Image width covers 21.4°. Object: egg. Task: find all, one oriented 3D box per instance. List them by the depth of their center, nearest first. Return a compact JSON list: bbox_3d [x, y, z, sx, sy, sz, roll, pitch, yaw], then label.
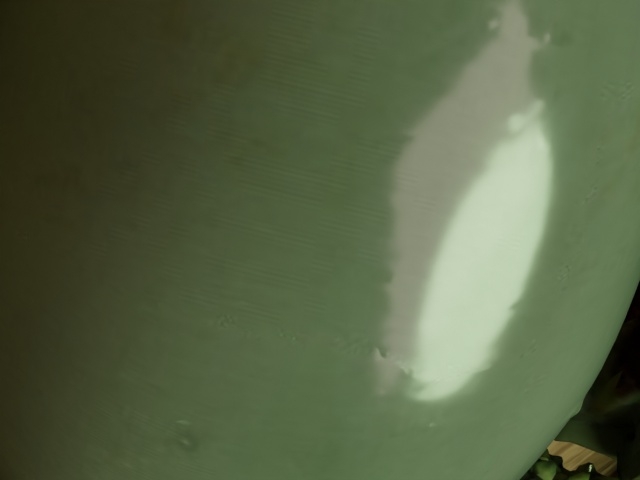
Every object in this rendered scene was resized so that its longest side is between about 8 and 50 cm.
[{"bbox_3d":[-0.001,-0.036,0.544,0.230,0.230,0.371,-9,132,-40],"label":"egg"}]

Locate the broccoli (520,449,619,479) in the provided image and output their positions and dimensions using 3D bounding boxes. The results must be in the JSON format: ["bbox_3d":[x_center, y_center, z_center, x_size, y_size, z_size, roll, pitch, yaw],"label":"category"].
[{"bbox_3d":[0.091,0.220,0.917,0.249,0.302,0.375,-48,165,-24],"label":"broccoli"}]

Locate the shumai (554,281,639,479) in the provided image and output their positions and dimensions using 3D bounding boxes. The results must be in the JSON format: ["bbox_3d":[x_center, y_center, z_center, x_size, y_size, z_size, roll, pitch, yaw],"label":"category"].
[{"bbox_3d":[0.286,0.032,0.874,0.348,0.395,0.395,-9,143,-7],"label":"shumai"}]
